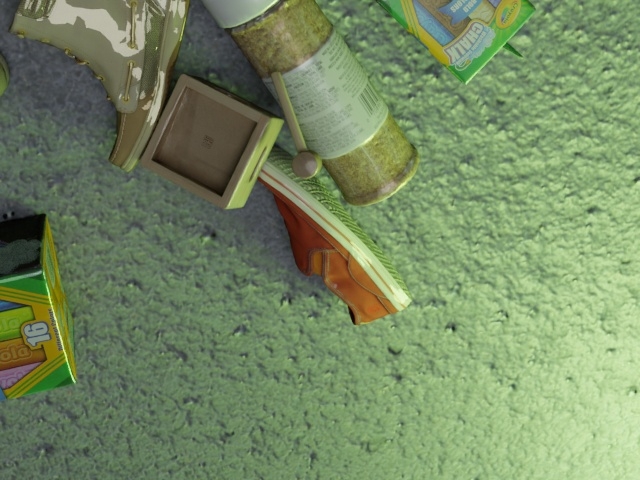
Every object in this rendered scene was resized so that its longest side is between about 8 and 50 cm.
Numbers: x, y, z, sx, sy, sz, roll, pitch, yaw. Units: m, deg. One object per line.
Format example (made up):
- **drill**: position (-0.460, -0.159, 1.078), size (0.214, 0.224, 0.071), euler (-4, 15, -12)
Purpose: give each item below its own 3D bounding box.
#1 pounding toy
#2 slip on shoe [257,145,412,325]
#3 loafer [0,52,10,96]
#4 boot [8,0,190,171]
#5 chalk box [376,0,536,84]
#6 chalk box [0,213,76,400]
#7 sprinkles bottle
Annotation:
- **pounding toy**: position (-0.088, -0.130, 1.524), size (0.206, 0.094, 0.181), euler (28, 98, 8)
- **slip on shoe**: position (0.000, 0.000, 1.660), size (0.101, 0.123, 0.331), euler (-35, 122, 9)
- **loafer**: position (-0.513, -0.179, 1.470), size (0.268, 0.092, 0.102), euler (-14, 117, -6)
- **boot**: position (-0.285, -0.224, 1.501), size (0.203, 0.095, 0.262), euler (13, 116, -14)
- **chalk box**: position (0.172, -0.297, 1.548), size (0.213, 0.132, 0.132), euler (40, 100, -24)
- **chalk box**: position (-0.476, 0.104, 1.563), size (0.288, 0.180, 0.179), euler (-12, 116, -6)
- **sprinkles bottle**: position (-0.008, -0.207, 1.554), size (0.121, 0.121, 0.355), euler (-34, 117, 4)
